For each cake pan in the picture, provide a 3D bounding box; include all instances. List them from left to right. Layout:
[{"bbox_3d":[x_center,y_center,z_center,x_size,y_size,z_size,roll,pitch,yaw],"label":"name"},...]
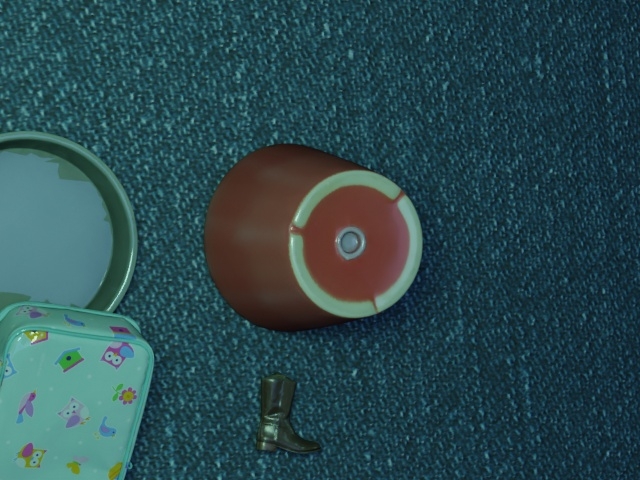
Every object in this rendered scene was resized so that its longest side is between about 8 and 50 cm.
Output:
[{"bbox_3d":[-0.389,0.003,1.693,0.293,0.054,0.293,-1,93,-23],"label":"cake pan"}]

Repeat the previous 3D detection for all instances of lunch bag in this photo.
[{"bbox_3d":[-0.340,0.224,1.665,0.224,0.108,0.279,9,109,-31],"label":"lunch bag"}]

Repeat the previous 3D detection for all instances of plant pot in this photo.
[{"bbox_3d":[0.000,0.000,1.761,0.275,0.243,0.275,-1,93,-23],"label":"plant pot"}]

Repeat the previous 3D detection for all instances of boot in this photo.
[{"bbox_3d":[-0.041,0.251,1.869,0.106,0.037,0.114,8,84,-26],"label":"boot"}]
